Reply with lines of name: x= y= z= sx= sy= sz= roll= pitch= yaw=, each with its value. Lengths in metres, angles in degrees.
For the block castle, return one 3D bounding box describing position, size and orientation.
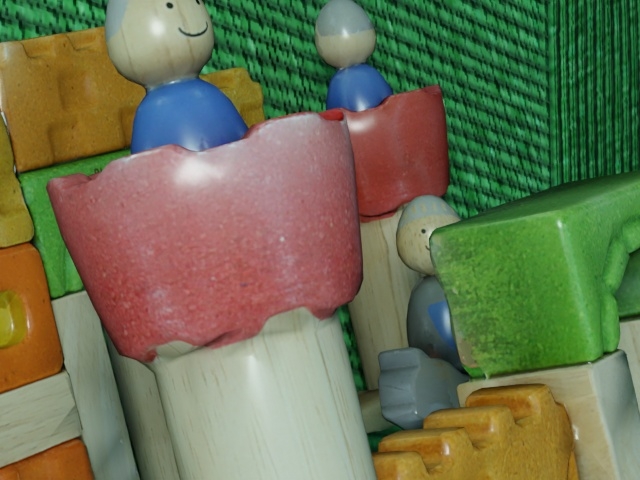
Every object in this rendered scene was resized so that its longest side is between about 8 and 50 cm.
block castle: x=0.000 y=0.000 z=0.752 sx=0.453 sy=0.303 sz=0.213 roll=-19 pitch=96 yaw=-52
